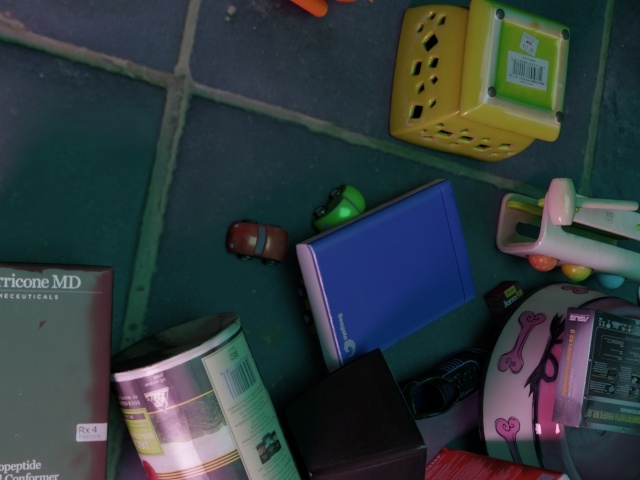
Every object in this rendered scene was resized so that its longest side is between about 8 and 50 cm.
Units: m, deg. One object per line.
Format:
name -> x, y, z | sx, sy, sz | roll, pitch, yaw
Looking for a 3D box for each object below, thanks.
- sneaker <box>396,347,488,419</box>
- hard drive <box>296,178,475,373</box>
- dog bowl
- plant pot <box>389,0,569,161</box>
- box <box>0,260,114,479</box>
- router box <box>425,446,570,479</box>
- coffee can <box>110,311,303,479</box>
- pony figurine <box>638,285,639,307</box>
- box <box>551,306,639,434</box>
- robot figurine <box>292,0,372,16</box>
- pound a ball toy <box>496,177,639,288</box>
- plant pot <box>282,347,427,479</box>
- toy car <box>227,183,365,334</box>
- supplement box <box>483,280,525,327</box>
sneaker -> 0.210, 0.238, 1.827 | 0.232, 0.090, 0.081 | -21, 98, -28
hard drive -> 0.112, 0.051, 1.765 | 0.319, 0.040, 0.210 | -25, 108, -38
dog bowl -> 0.459, 0.274, 1.901 | 0.408, 0.150, 0.408 | 0, 90, -39
plant pot -> 0.269, -0.263, 1.813 | 0.228, 0.207, 0.227 | 11, 82, -30
box -> -0.382, 0.218, 1.466 | 0.191, 0.143, 0.381 | 2, 85, -28
router box -> 0.345, 0.492, 1.775 | 0.082, 0.301, 0.335 | -43, 108, -24
coffee can -> -0.157, 0.264, 1.555 | 0.202, 0.201, 0.275 | -25, 100, -28
pony figurine -> 0.768, 0.220, 2.039 | 0.303, 0.363, 0.351 | 3, 71, -22
box -> 0.470, 0.212, 1.778 | 0.231, 0.056, 0.183 | 13, 84, -38
robot figurine -> 0.004, -0.440, 1.715 | 0.219, 0.128, 0.158 | 15, 60, -27
pound a ball toy -> 0.451, -0.002, 1.906 | 0.319, 0.208, 0.135 | 14, 81, -29
plant pot -> 0.043, 0.302, 1.656 | 0.167, 0.187, 0.188 | -15, 140, -13
toy car -> 0.000, 0.000, 1.737 | 0.239, 0.053, 0.225 | 47, 68, -20
supplement box -> 0.326, 0.117, 1.925 | 0.055, 0.043, 0.083 | -32, 103, -26
